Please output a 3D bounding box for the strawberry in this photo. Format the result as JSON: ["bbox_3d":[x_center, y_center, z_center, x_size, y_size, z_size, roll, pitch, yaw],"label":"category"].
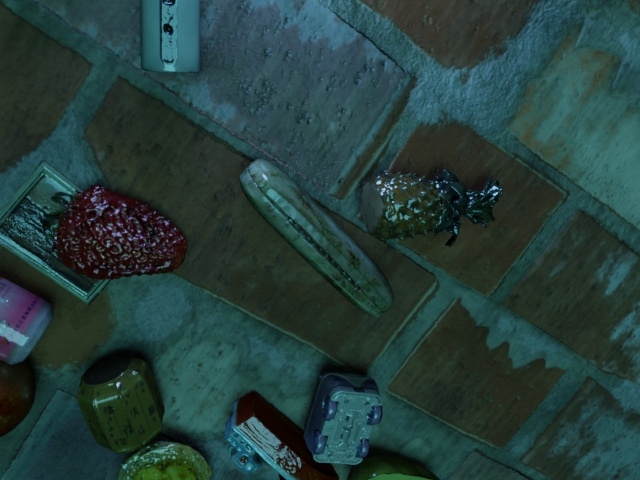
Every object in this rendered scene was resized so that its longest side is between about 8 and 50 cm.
[{"bbox_3d":[-0.402,0.001,1.156,0.286,0.106,0.188,13,108,-16],"label":"strawberry"}]

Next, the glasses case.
[{"bbox_3d":[0.000,0.000,1.219,0.098,0.156,0.425,-42,112,8],"label":"glasses case"}]

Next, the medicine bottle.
[{"bbox_3d":[-0.661,0.130,1.151,0.247,0.147,0.147,35,101,-21],"label":"medicine bottle"}]

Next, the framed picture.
[{"bbox_3d":[-0.512,-0.008,1.197,0.252,0.014,0.197,41,98,-21],"label":"framed picture"}]

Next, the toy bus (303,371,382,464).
[{"bbox_3d":[0.049,0.402,1.385,0.142,0.142,0.202,11,108,-15],"label":"toy bus"}]

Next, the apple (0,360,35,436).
[{"bbox_3d":[-0.676,0.310,1.201,0.181,0.168,0.181,-2,110,-5],"label":"apple"}]

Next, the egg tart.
[{"bbox_3d":[-0.371,0.565,1.396,0.232,0.098,0.252,-37,116,-3],"label":"egg tart"}]

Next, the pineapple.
[{"bbox_3d":[0.244,-0.068,1.260,0.310,0.141,0.170,-3,106,-17],"label":"pineapple"}]

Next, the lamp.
[{"bbox_3d":[-0.425,0.348,1.272,0.161,0.161,0.185,-17,113,-4],"label":"lamp"}]

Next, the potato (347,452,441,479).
[{"bbox_3d":[0.170,0.606,1.501,0.272,0.111,0.160,21,113,-31],"label":"potato"}]

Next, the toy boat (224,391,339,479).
[{"bbox_3d":[-0.096,0.516,1.397,0.133,0.145,0.332,-43,106,7],"label":"toy boat"}]

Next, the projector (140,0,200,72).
[{"bbox_3d":[-0.260,-0.463,1.026,0.108,0.108,0.337,1,109,-11],"label":"projector"}]
